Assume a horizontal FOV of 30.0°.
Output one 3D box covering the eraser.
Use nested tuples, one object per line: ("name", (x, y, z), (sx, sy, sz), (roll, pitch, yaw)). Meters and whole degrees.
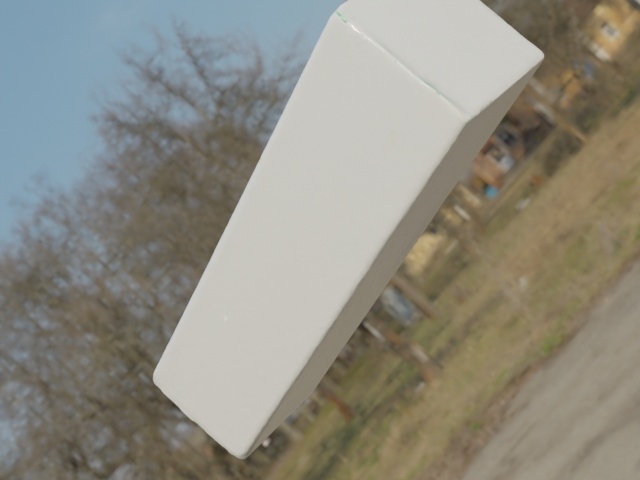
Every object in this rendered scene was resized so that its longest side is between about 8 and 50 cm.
("eraser", (0.000, -0.001, 0.617), (0.078, 0.076, 0.298), (-40, -13, -43))
